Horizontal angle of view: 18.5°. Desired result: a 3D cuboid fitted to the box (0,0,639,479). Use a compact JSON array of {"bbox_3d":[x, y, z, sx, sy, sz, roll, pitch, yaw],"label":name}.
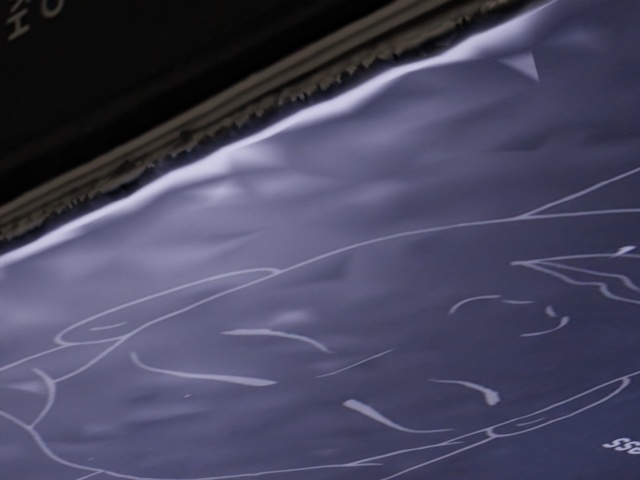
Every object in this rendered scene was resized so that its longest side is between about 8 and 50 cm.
[{"bbox_3d":[0.029,-0.063,0.651,0.471,0.297,0.480,-25,152,32],"label":"box"}]
